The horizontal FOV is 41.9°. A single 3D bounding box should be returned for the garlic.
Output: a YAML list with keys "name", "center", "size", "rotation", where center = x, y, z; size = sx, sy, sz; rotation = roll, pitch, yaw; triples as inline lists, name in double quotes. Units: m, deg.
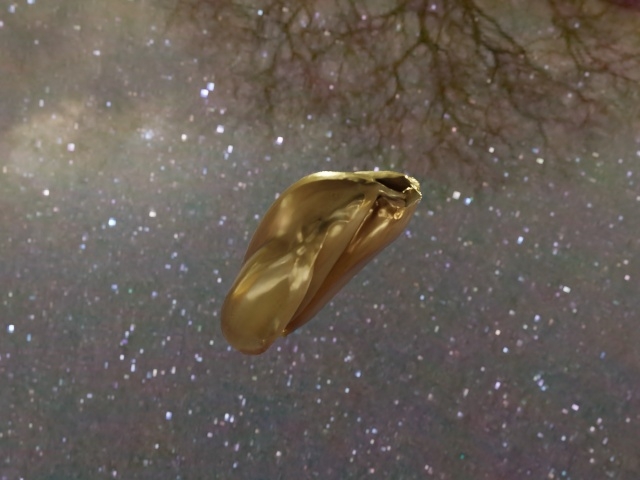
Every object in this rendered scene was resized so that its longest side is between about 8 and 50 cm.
- name: "garlic"
  center: [0.000, 0.000, 0.852]
  size: [0.110, 0.228, 0.217]
  rotation: [49, -163, 11]
